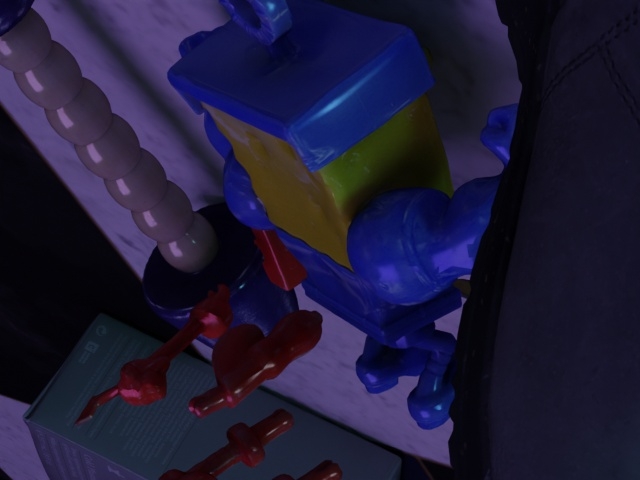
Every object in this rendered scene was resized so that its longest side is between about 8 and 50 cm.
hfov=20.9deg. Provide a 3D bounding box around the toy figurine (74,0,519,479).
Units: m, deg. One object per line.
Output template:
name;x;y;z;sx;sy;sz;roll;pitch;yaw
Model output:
toy figurine;0.000;0.000;0.669;0.362;0.191;0.217;32;148;57

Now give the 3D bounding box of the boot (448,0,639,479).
boot;0.117;-0.018;0.346;0.118;0.338;0.223;-2;168;-21

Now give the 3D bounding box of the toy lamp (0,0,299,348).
toy lamp;-0.094;-0.037;0.857;0.080;0.080;0.275;9;147;40

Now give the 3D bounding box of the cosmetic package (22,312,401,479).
cosmetic package;-0.069;0.158;1.182;0.238;0.107;0.127;26;154;17
